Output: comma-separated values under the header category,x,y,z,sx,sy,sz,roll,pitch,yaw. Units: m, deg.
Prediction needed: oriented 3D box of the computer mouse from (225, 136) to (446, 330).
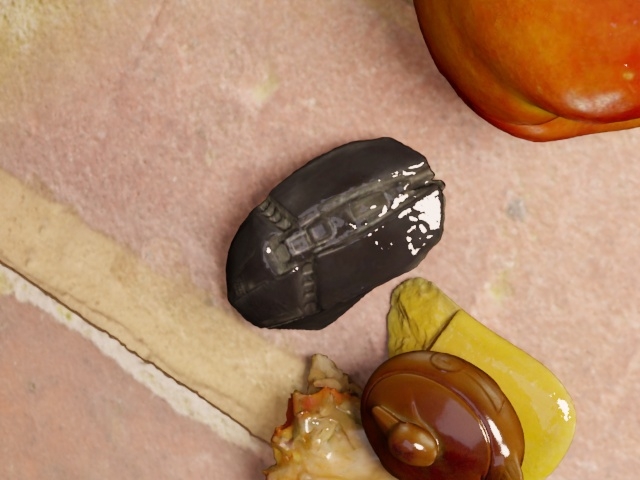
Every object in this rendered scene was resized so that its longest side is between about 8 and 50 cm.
category,x,y,z,sx,sy,sz,roll,pitch,yaw
computer mouse,0.000,0.000,0.969,0.192,0.062,0.105,-32,78,26

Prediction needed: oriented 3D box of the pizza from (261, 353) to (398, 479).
category,x,y,z,sx,sy,sz,roll,pitch,yaw
pizza,0.047,0.245,0.949,0.251,0.074,0.287,14,100,24

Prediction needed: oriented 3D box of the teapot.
category,x,y,z,sx,sy,sz,roll,pitch,yaw
teapot,0.079,0.130,0.886,0.129,0.078,0.098,36,117,22

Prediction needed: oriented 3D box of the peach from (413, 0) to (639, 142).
category,x,y,z,sx,sy,sz,roll,pitch,yaw
peach,0.163,-0.178,0.802,0.243,0.200,0.243,-1,89,43

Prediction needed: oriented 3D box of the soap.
category,x,y,z,sx,sy,sz,roll,pitch,yaw
soap,0.100,0.098,0.935,0.168,0.033,0.089,36,107,23
